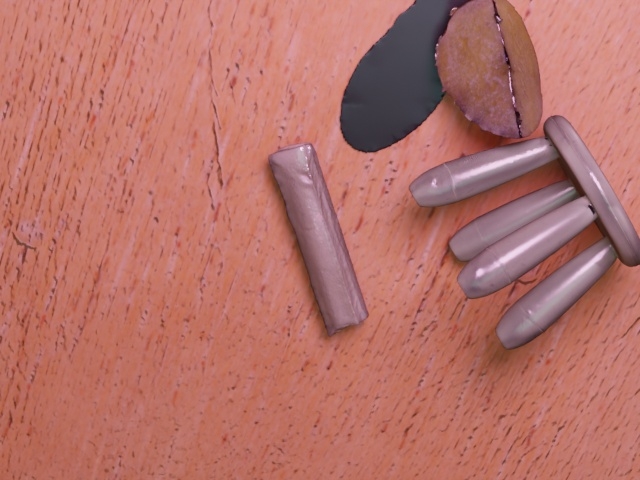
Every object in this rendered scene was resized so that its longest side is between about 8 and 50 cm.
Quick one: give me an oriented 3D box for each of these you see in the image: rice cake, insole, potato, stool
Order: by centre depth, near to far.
[{"bbox_3d":[0.200,-0.186,1.429,0.100,0.089,0.172,-21,79,40],"label":"potato"},{"bbox_3d":[0.239,-0.016,1.438,0.198,0.195,0.195,-30,143,10],"label":"stool"},{"bbox_3d":[0.124,-0.237,1.465,0.109,0.007,0.322,28,111,-10],"label":"insole"},{"bbox_3d":[0.000,0.000,1.548,0.057,0.052,0.256,-14,111,13],"label":"rice cake"}]
